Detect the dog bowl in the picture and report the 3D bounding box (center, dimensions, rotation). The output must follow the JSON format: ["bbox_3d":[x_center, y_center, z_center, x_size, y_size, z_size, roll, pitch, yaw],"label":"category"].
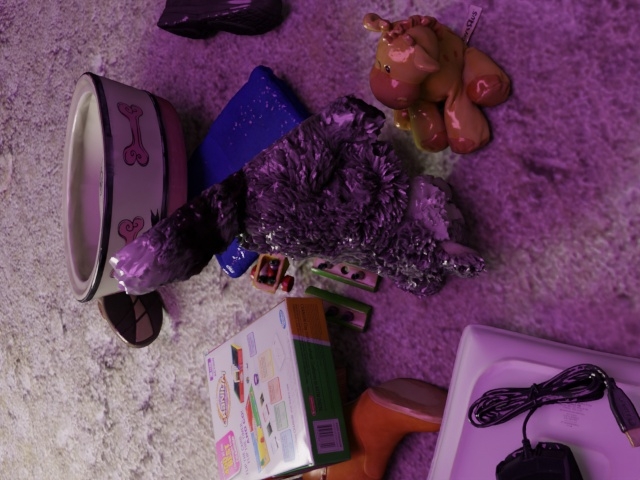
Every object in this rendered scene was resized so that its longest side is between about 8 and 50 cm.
[{"bbox_3d":[-0.361,-0.092,1.401,0.408,0.150,0.407,-1,89,63],"label":"dog bowl"}]

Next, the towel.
[{"bbox_3d":[-0.114,-0.114,1.317,0.227,0.076,0.308,52,121,19],"label":"towel"}]

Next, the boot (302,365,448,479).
[{"bbox_3d":[0.083,0.309,1.136,0.295,0.104,0.211,5,99,46],"label":"boot"}]

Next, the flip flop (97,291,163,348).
[{"bbox_3d":[-0.409,0.120,1.554,0.277,0.112,0.080,38,140,31],"label":"flip flop"}]

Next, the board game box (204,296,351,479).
[{"bbox_3d":[-0.081,0.251,1.214,0.316,0.064,0.242,-37,58,52],"label":"board game box"}]

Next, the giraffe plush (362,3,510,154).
[{"bbox_3d":[0.138,-0.226,1.028,0.181,0.171,0.210,12,98,40],"label":"giraffe plush"}]

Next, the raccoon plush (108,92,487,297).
[{"bbox_3d":[-0.007,0.022,1.018,0.299,0.446,0.216,55,170,-4],"label":"raccoon plush"}]

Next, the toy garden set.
[{"bbox_3d":[0.000,0.000,1.185,0.204,0.049,0.244,18,103,19],"label":"toy garden set"}]

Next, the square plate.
[{"bbox_3d":[0.280,0.283,0.888,0.347,0.049,0.343,9,74,33],"label":"square plate"}]

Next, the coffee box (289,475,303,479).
[{"bbox_3d":[-0.085,0.605,1.113,0.334,0.338,0.338,39,115,34],"label":"coffee box"}]

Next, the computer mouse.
[{"bbox_3d":[0.275,0.264,0.835,0.184,0.060,0.262,-28,46,22],"label":"computer mouse"}]

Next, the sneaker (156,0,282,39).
[{"bbox_3d":[-0.180,-0.427,1.349,0.286,0.109,0.130,11,91,38],"label":"sneaker"}]
